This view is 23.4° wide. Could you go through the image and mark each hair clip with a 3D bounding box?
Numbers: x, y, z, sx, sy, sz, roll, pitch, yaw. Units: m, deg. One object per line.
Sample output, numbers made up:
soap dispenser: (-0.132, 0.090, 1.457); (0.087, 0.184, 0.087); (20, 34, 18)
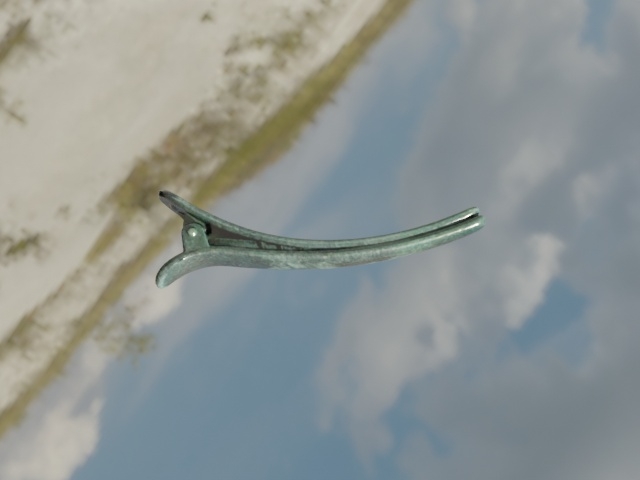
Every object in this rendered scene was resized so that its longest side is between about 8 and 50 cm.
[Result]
hair clip: (0.000, 0.000, 1.077); (0.039, 0.230, 0.070); (89, 2, -74)
